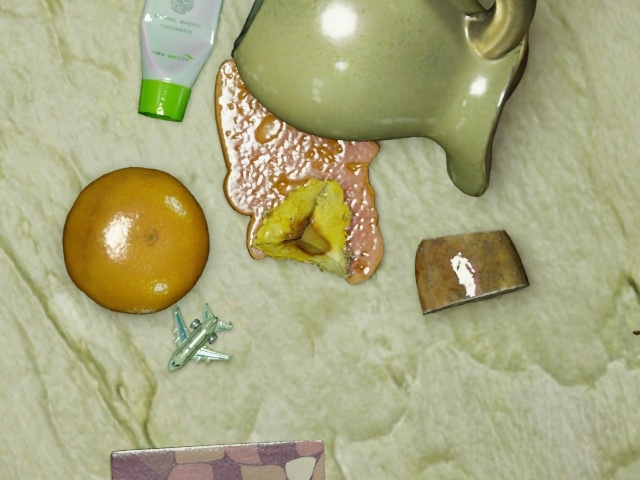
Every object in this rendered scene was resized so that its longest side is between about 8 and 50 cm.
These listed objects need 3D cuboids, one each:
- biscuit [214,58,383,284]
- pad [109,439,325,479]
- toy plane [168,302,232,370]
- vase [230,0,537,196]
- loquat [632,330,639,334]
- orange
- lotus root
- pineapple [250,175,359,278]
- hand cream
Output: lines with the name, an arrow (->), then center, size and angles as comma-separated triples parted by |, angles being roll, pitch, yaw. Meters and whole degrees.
biscuit -> -0.028, -0.074, 1.932 | 0.183, 0.043, 0.280 | -37, 94, -6
pad -> -0.109, 0.301, 1.956 | 0.235, 0.003, 0.158 | -2, 92, -5
toy plane -> -0.135, 0.109, 1.934 | 0.080, 0.033, 0.083 | 42, 95, -6
vase -> 0.093, -0.215, 1.794 | 0.302, 0.329, 0.241 | 26, 57, -8
loquat -> 0.445, 0.136, 1.913 | 0.234, 0.176, 0.187 | 21, 90, 5
orange -> -0.194, 0.000, 1.881 | 0.156, 0.124, 0.156 | 0, 89, -22
lotus root -> 0.162, 0.032, 1.915 | 0.112, 0.122, 0.081 | -9, 86, 20
pineapple -> 0.000, 0.000, 1.892 | 0.114, 0.077, 0.114 | -46, 111, 2
hand cream -> -0.142, -0.264, 1.921 | 0.079, 0.050, 0.275 | 14, 86, -32
